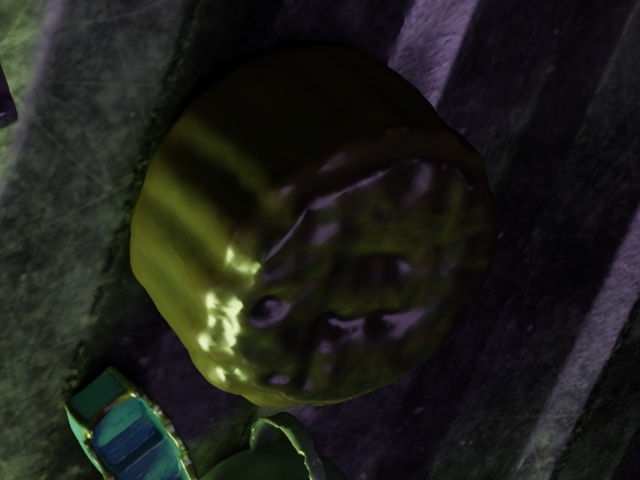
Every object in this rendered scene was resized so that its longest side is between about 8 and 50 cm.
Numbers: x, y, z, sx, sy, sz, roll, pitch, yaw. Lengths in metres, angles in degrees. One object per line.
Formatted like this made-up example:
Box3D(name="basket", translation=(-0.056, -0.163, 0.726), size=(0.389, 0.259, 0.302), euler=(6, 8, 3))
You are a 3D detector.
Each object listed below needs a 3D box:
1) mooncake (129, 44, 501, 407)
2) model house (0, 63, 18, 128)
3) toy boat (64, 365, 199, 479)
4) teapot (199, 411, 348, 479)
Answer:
Box3D(name="mooncake", translation=(0.000, 0.000, 1.482), size=(0.290, 0.161, 0.290), euler=(-22, 135, -23))
Box3D(name="model house", translation=(-0.320, -0.060, 1.095), size=(0.237, 0.237, 0.202), euler=(-12, 128, -34))
Box3D(name="toy boat", translation=(-0.149, 0.186, 1.574), size=(0.075, 0.077, 0.185), euler=(-37, 140, -11))
Box3D(name="teapot", translation=(-0.046, 0.283, 1.705), size=(0.193, 0.129, 0.294), euler=(-15, 132, -33))
